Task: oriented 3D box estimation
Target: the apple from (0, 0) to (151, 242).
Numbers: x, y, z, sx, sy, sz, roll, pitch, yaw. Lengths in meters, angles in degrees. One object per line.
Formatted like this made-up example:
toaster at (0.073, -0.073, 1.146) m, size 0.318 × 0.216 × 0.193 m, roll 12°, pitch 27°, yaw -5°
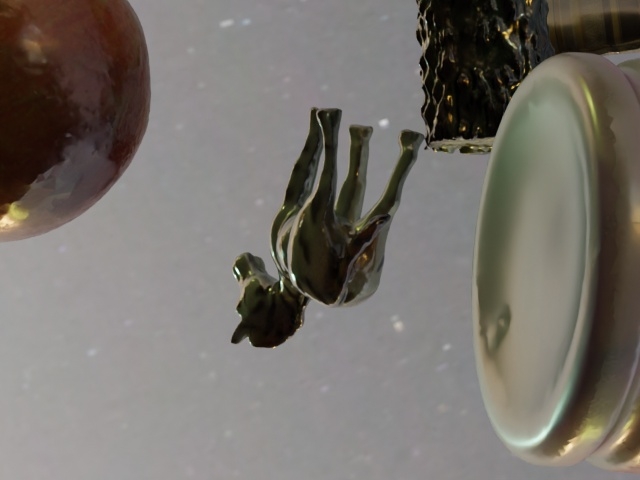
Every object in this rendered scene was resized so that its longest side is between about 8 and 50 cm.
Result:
apple at (-0.198, -0.090, 1.199) m, size 0.160 × 0.173 × 0.195 m, roll 40°, pitch -49°, yaw 19°

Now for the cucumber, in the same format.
cucumber at (0.106, -0.237, 1.214) m, size 0.096 × 0.096 × 0.360 m, roll -10°, pitch -101°, yaw 44°

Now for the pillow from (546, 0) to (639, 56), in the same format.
pillow at (0.193, -0.206, 1.480) m, size 0.212 × 0.208 × 0.052 m, roll -9°, pitch -52°, yaw 12°

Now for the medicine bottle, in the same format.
medicine bottle at (0.251, 0.019, 0.895) m, size 0.202 × 0.315 × 0.202 m, roll -176°, pitch -90°, yaw -78°

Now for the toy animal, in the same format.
toy animal at (0.002, -0.016, 1.355) m, size 0.255 × 0.089 × 0.170 m, roll 135°, pitch -34°, yaw -71°
